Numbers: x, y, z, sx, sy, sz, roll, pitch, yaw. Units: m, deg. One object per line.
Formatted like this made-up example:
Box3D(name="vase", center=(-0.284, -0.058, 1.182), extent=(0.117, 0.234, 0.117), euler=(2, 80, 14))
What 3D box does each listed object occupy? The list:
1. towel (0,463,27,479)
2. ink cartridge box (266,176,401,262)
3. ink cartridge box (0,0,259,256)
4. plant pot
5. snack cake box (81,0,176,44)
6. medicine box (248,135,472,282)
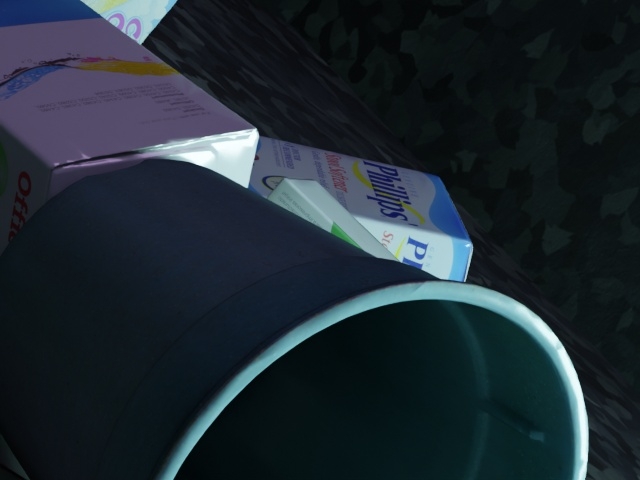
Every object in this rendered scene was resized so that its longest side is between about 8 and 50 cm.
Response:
Box3D(name="towel", center=(-0.245, 0.179, 1.218), extent=(0.237, 0.037, 0.329), euler=(36, 8, -24))
Box3D(name="ink cartridge box", center=(-0.035, 0.062, 1.976), extent=(0.153, 0.208, 0.087), euler=(43, 14, 15))
Box3D(name="ink cartridge box", center=(-0.217, -0.048, 1.555), extent=(0.197, 0.198, 0.270), euler=(-12, 36, -40))
Box3D(name="plant pot", center=(-0.055, 0.117, 1.332), extent=(0.341, 0.341, 0.334), euler=(31, 4, -40))
Box3D(name="snack cake box", center=(-0.278, -0.287, 2.348), extent=(0.152, 0.264, 0.089), euler=(32, 15, -38))
Box3D(name="medicine box", center=(0.000, 0.000, 2.217), extent=(0.289, 0.149, 0.263), euler=(11, 17, -9))
